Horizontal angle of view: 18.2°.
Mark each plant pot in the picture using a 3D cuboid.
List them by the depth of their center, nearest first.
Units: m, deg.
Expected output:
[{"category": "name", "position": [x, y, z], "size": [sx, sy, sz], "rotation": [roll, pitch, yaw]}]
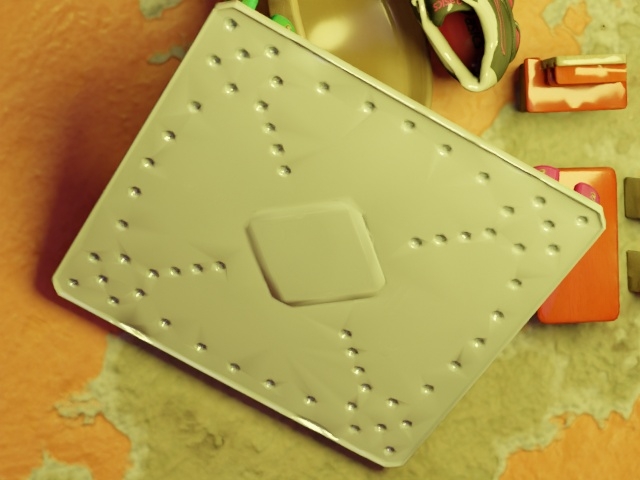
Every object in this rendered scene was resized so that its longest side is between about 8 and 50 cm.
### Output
[{"category": "plant pot", "position": [-0.001, -0.184, 1.872], "size": [0.110, 0.237, 0.237], "rotation": [-18, 97, 31]}]

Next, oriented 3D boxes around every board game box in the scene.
[{"category": "board game box", "position": [0.000, 0.000, 1.827], "size": [0.390, 0.050, 0.390], "rotation": [29, 129, -9]}]

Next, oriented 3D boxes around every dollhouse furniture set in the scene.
[{"category": "dollhouse furniture set", "position": [0.246, -0.049, 1.927], "size": [0.262, 0.135, 0.259], "rotation": [-3, 94, -8]}]

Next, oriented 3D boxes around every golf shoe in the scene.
[{"category": "golf shoe", "position": [0.116, -0.268, 1.870], "size": [0.105, 0.120, 0.273], "rotation": [-22, 110, 17]}]
